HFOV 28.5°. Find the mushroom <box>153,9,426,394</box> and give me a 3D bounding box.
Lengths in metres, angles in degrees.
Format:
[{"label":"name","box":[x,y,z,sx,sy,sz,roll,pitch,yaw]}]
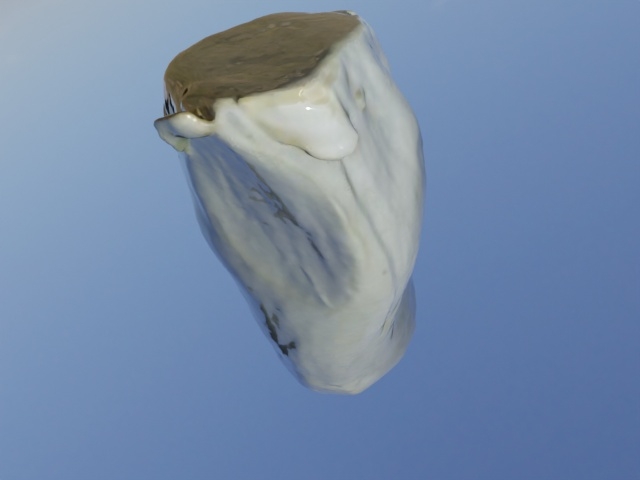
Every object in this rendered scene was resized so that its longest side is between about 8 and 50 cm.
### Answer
[{"label":"mushroom","box":[0.000,0.002,0.576,0.097,0.109,0.351,-10,156,2]}]
